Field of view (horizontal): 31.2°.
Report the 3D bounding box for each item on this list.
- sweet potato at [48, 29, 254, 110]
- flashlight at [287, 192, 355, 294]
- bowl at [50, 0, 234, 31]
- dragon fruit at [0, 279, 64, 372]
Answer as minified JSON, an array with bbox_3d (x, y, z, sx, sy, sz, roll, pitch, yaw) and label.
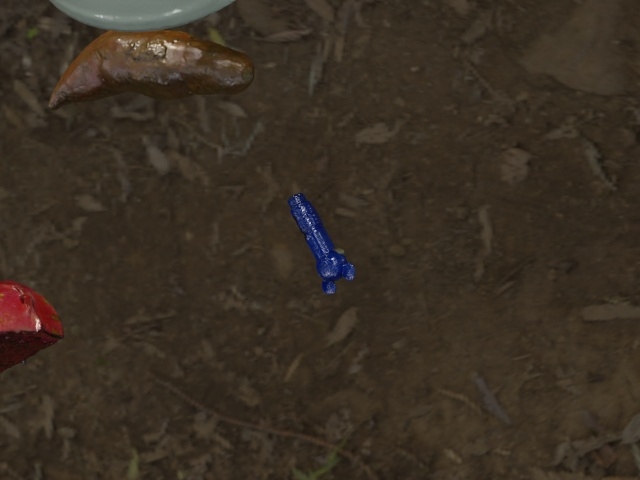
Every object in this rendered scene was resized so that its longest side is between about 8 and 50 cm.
[{"bbox_3d":[-0.227,-0.235,1.514,0.354,0.095,0.106,-1,76,34],"label":"sweet potato"},{"bbox_3d":[0.000,0.000,1.325,0.057,0.035,0.121,-38,75,40],"label":"flashlight"},{"bbox_3d":[-0.169,-0.347,1.086,0.277,0.145,0.277,-6,60,10],"label":"bowl"},{"bbox_3d":[-0.526,0.140,1.728,0.261,0.189,0.163,-31,121,23],"label":"dragon fruit"}]
